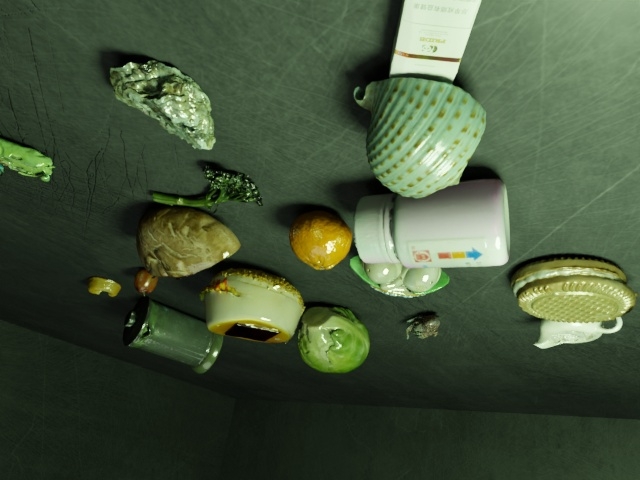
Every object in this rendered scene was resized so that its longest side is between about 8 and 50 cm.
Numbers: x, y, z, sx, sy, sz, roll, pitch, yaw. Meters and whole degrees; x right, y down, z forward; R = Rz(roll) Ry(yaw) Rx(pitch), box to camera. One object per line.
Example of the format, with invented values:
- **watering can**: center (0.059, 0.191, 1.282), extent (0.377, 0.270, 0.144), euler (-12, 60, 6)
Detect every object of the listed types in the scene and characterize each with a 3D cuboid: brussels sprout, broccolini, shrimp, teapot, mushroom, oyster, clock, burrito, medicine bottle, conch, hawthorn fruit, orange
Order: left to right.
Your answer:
- **burrito**: center (-0.673, -0.183, 0.985), extent (0.287, 0.054, 0.104), euler (20, 152, -21)
- **hawthorn fruit**: center (-0.532, 0.123, 1.531), extent (0.077, 0.077, 0.077), euler (8, 154, 4)
- **oyster**: center (-0.237, -0.209, 0.779), extent (0.177, 0.064, 0.125), euler (21, 156, -17)
- **teapot**: center (-0.560, 0.331, 1.858), extent (0.336, 0.201, 0.270), euler (31, 180, -33)
- **mushroom**: center (-0.328, -0.013, 1.155), extent (0.285, 0.156, 0.151), euler (-7, 121, 28)
- **broccolini**: center (-0.253, -0.101, 1.017), extent (0.271, 0.062, 0.123), euler (-1, 142, 27)
- **orange**: center (-0.001, -0.001, 1.051), extent (0.135, 0.118, 0.136), euler (4, 148, 3)
- **brussels sprout**: center (0.038, 0.309, 1.569), extent (0.243, 0.244, 0.244), euler (8, 154, 4)
- **clock**: center (0.180, 0.066, 1.139), extent (0.230, 0.104, 0.144), euler (8, 152, -1)
- **conch**: center (0.130, -0.130, 0.704), extent (0.199, 0.131, 0.172), euler (15, 174, -25)
- **shrimp**: center (0.310, 0.264, 1.532), extent (0.073, 0.075, 0.190), euler (-18, 172, -18)
- **medicine bottle**: center (0.198, -0.026, 0.893), extent (0.254, 0.152, 0.152), euler (-2, 151, 25)
- **teapot**: center (0.648, 0.214, 1.284), extent (0.145, 0.093, 0.226), euler (22, 150, -29)

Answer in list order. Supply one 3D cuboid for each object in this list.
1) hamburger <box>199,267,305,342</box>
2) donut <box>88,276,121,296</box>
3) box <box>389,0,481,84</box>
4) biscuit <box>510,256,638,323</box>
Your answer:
- **hamburger**: center (-0.189, 0.177, 1.406), extent (0.293, 0.179, 0.276), euler (13, 156, -15)
- **donut**: center (-0.739, 0.160, 1.713), extent (0.108, 0.043, 0.097), euler (7, 155, -4)
- **box**: center (0.132, -0.251, 0.589), extent (0.083, 0.040, 0.154), euler (6, 155, 2)
- **biscuit**: center (0.563, 0.117, 1.132), extent (0.258, 0.079, 0.259), euler (8, 153, 4)
